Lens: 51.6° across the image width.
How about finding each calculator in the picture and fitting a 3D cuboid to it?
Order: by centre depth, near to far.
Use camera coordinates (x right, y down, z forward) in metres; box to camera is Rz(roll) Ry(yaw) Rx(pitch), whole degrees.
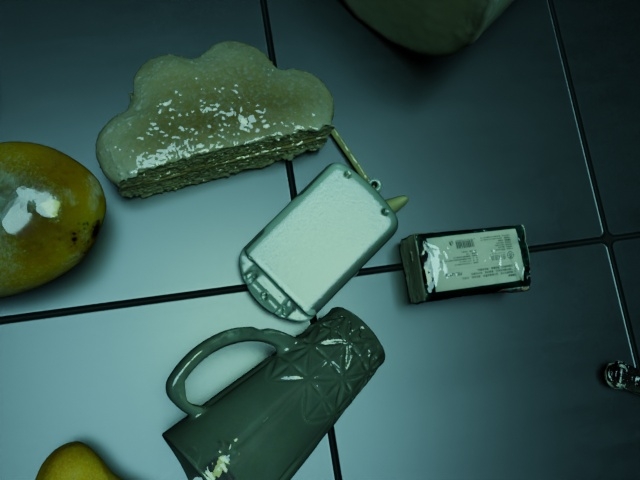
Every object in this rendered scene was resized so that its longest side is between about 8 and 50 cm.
[{"bbox_3d":[0.000,0.000,0.933,0.141,0.045,0.246,44,81,2],"label":"calculator"}]

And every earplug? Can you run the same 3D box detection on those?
[{"bbox_3d":[0.225,-0.509,0.976,0.312,0.312,0.394,45,70,0],"label":"earplug"}]

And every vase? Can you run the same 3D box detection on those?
[{"bbox_3d":[-0.058,0.207,0.842,0.301,0.156,0.251,-40,107,-23],"label":"vase"}]

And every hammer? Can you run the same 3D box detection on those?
[{"bbox_3d":[0.060,-0.123,0.998,0.060,0.028,0.195,-32,85,-21],"label":"hammer"}]

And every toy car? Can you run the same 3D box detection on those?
[{"bbox_3d":[0.473,0.211,1.010,0.093,0.025,0.041,18,74,-11],"label":"toy car"}]

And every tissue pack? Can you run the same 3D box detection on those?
[{"bbox_3d":[0.211,0.033,0.961,0.170,0.090,0.103,-5,79,-11],"label":"tissue pack"}]

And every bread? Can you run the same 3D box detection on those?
[{"bbox_3d":[-0.151,-0.183,0.927,0.337,0.102,0.183,-17,82,-16],"label":"bread"}]

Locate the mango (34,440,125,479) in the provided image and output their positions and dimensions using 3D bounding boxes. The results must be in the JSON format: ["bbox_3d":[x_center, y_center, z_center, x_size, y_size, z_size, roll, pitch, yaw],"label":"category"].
[{"bbox_3d":[-0.245,0.361,0.781,0.262,0.109,0.157,44,51,12],"label":"mango"}]

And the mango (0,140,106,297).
[{"bbox_3d":[-0.425,-0.022,0.816,0.316,0.146,0.193,-9,76,-3],"label":"mango"}]
